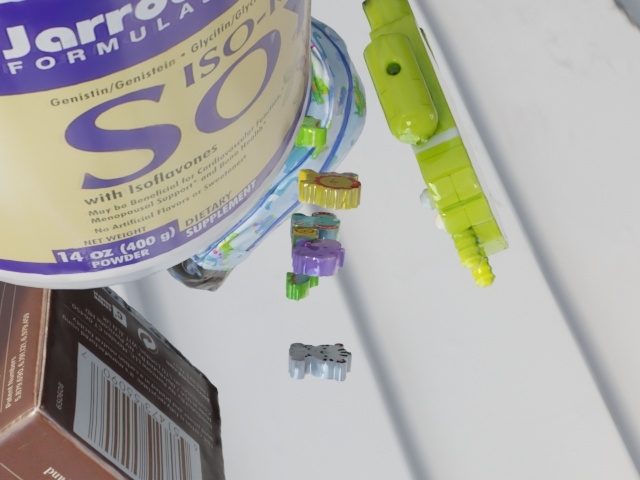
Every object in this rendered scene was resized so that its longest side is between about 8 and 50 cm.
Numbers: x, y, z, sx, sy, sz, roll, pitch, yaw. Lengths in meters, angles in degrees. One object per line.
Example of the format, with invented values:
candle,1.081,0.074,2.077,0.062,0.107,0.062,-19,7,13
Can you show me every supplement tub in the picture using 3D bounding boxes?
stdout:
supplement tub,-0.119,-0.147,0.456,0.241,0.241,0.331,-16,156,-9

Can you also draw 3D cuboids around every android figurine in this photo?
android figurine,0.105,-0.090,1.037,0.056,0.273,0.248,-21,160,11

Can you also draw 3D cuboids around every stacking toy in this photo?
stacking toy,0.000,0.000,0.980,0.052,0.221,0.167,2,110,-4

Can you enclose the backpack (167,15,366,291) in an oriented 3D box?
backpack,-0.108,-0.144,1.490,0.355,0.290,0.273,-31,164,14

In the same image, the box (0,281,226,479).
box,-0.185,0.147,0.702,0.203,0.167,0.168,-34,122,12
